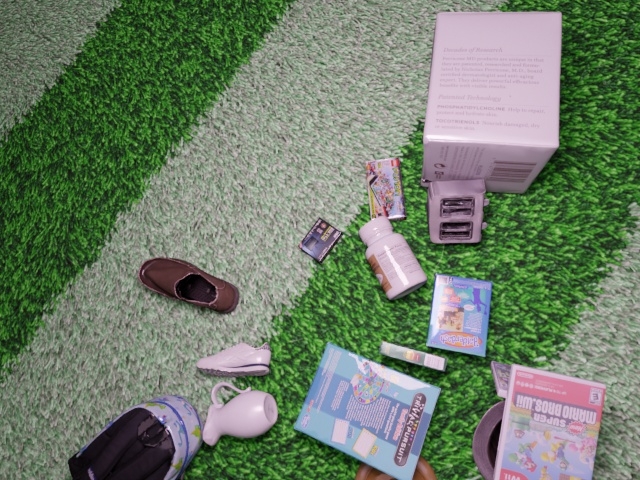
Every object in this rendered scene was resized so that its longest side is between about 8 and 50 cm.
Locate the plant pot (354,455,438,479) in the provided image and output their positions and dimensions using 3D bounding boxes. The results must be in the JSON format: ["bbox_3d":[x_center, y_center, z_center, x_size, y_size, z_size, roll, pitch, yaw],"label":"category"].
[{"bbox_3d":[0.206,0.687,1.178,0.236,0.032,0.237,-3,74,9],"label":"plant pot"}]

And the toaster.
[{"bbox_3d":[0.392,-0.090,1.275,0.185,0.168,0.110,-1,31,11],"label":"toaster"}]

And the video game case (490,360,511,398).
[{"bbox_3d":[0.550,0.379,1.125,0.190,0.173,0.022,11,102,14],"label":"video game case"}]

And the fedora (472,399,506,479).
[{"bbox_3d":[0.518,0.532,1.110,0.275,0.124,0.244,27,83,11],"label":"fedora"}]

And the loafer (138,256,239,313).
[{"bbox_3d":[-0.441,0.129,1.403,0.365,0.130,0.134,13,78,14],"label":"loafer"}]

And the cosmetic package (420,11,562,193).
[{"bbox_3d":[0.475,-0.383,1.261,0.326,0.329,0.394,6,75,13],"label":"cosmetic package"}]

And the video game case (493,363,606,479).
[{"bbox_3d":[0.536,0.455,1.021,0.203,0.025,0.286,10,89,13],"label":"video game case"}]

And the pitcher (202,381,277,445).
[{"bbox_3d":[-0.238,0.493,1.280,0.207,0.125,0.178,-20,56,17],"label":"pitcher"}]

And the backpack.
[{"bbox_3d":[-0.504,0.605,1.236,0.290,0.273,0.356,44,114,22],"label":"backpack"}]

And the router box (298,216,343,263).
[{"bbox_3d":[0.000,0.000,1.401,0.092,0.038,0.123,35,84,17],"label":"router box"}]

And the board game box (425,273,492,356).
[{"bbox_3d":[0.394,0.211,1.234,0.159,0.047,0.211,9,76,13],"label":"board game box"}]

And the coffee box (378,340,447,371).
[{"bbox_3d":[0.259,0.325,1.224,0.184,0.113,0.041,12,79,15],"label":"coffee box"}]

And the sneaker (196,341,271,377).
[{"bbox_3d":[-0.267,0.367,1.339,0.234,0.090,0.095,-3,62,6],"label":"sneaker"}]

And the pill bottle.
[{"bbox_3d":[0.209,0.050,1.298,0.131,0.131,0.230,-28,71,3],"label":"pill bottle"}]

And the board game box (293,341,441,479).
[{"bbox_3d":[0.131,0.469,1.209,0.335,0.079,0.254,19,74,18],"label":"board game box"}]

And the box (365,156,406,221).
[{"bbox_3d":[0.211,-0.163,1.405,0.113,0.036,0.207,-7,74,9],"label":"box"}]
